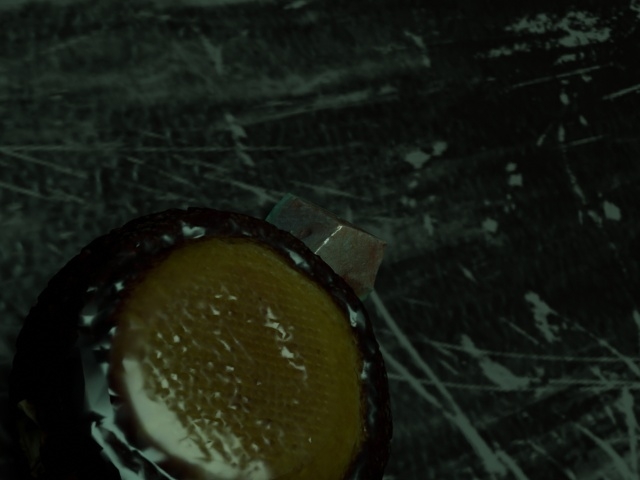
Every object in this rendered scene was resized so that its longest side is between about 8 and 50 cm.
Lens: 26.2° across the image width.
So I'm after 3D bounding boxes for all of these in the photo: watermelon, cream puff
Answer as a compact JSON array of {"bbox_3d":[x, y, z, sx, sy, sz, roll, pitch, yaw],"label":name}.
[{"bbox_3d":[0.002,0.001,0.998,0.084,0.072,0.092,0,63,-52],"label":"watermelon"},{"bbox_3d":[-0.074,0.101,0.836,0.239,0.165,0.239,14,60,-27],"label":"cream puff"}]
